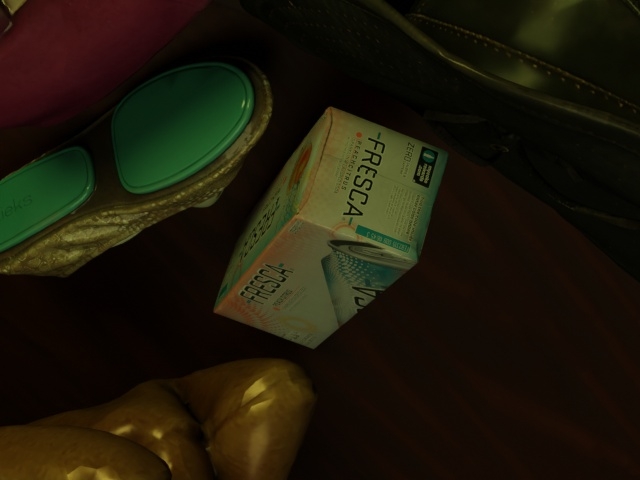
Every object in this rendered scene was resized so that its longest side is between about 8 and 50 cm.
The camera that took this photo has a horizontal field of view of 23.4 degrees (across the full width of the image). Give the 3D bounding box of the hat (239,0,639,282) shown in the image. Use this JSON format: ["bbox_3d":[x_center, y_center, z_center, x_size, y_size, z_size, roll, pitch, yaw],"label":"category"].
[{"bbox_3d":[0.136,-0.069,0.645,0.331,0.331,0.134,31,89,-19],"label":"hat"}]

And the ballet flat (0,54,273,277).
[{"bbox_3d":[-0.093,-0.035,0.801,0.206,0.073,0.067,-21,154,31],"label":"ballet flat"}]

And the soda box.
[{"bbox_3d":[0.000,0.000,0.763,0.063,0.058,0.183,20,160,-9],"label":"soda box"}]

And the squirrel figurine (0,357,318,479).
[{"bbox_3d":[-0.240,0.192,0.845,0.370,0.281,0.397,7,175,-42],"label":"squirrel figurine"}]

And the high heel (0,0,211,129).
[{"bbox_3d":[-0.035,-0.159,0.659,0.377,0.127,0.181,-18,158,20],"label":"high heel"}]
